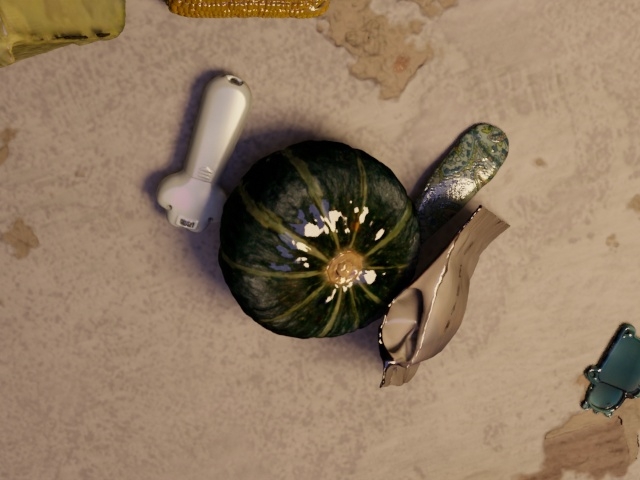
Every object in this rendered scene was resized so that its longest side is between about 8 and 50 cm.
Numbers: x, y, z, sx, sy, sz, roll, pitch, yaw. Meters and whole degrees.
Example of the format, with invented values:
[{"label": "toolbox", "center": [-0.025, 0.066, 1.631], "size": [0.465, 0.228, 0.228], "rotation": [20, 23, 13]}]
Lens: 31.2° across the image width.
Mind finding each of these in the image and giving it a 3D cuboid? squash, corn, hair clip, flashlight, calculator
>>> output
[{"label": "squash", "center": [0.000, 0.000, 1.408], "size": [0.252, 0.165, 0.252], "rotation": [-9, 116, -19]}, {"label": "corn", "center": [-0.084, -0.295, 1.348], "size": [0.207, 0.068, 0.068], "rotation": [0, 109, -6]}, {"label": "hair clip", "center": [0.158, -0.056, 1.480], "size": [0.066, 0.036, 0.229], "rotation": [39, 99, -11]}, {"label": "flashlight", "center": [-0.138, -0.109, 1.416], "size": [0.093, 0.047, 0.200], "rotation": [17, 103, -14]}, {"label": "calculator", "center": [0.420, 0.186, 1.609], "size": [0.094, 0.019, 0.141], "rotation": [23, 105, -14]}]

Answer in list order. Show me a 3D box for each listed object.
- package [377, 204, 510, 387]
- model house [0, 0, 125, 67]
[{"label": "package", "center": [0.147, 0.071, 1.442], "size": [0.062, 0.204, 0.251], "rotation": [31, 94, 16]}, {"label": "model house", "center": [-0.398, -0.317, 1.236], "size": [0.266, 0.261, 0.321], "rotation": [-15, 94, 24]}]
